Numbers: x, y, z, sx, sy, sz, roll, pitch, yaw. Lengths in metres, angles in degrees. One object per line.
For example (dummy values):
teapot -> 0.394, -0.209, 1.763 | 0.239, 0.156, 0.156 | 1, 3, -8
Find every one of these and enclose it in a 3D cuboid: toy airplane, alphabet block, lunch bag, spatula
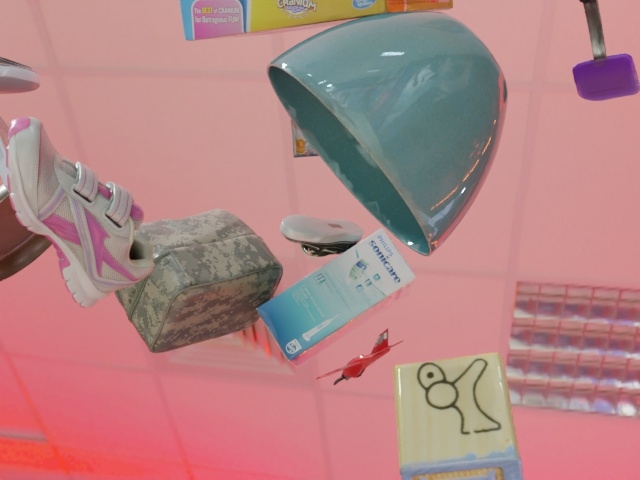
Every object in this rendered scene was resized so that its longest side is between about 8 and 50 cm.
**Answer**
toy airplane -> 0.069, 0.177, 1.132 | 0.151, 0.151, 0.028 | -47, -112, 39
alphabet block -> 0.230, 0.328, 1.262 | 0.192, 0.197, 0.193 | -7, -45, 10
lunch bag -> -0.264, 0.055, 1.537 | 0.256, 0.305, 0.212 | 50, -51, 25
spatula -> 0.361, -0.295, 1.006 | 0.084, 0.030, 0.296 | -8, -46, 27

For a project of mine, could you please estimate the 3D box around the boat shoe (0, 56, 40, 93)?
boat shoe -> -0.530, -0.270, 1.119 | 0.228, 0.076, 0.080 | 0, -9, -38

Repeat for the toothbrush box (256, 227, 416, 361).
toothbrush box -> 0.036, 0.123, 1.542 | 0.295, 0.216, 0.126 | -32, -103, -3

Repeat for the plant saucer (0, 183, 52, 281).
plant saucer -> -0.614, -0.039, 1.542 | 0.050, 0.310, 0.310 | 41, -49, 8

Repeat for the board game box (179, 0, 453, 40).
board game box -> -0.002, -0.339, 1.082 | 0.316, 0.242, 0.064 | 1, -73, 29

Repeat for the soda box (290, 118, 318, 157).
soda box -> -0.017, -0.181, 1.168 | 0.058, 0.183, 0.063 | -4, -68, -1

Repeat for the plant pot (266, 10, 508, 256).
plant pot -> 0.103, -0.154, 0.896 | 0.195, 0.290, 0.290 | -41, -63, -4

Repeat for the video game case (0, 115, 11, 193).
video game case -> -0.462, -0.100, 1.179 | 0.023, 0.183, 0.201 | -27, -28, -8

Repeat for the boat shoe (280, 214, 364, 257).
boat shoe -> 0.000, 0.000, 1.472 | 0.219, 0.078, 0.070 | 4, -60, -48

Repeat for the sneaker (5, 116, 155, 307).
sneaker -> -0.263, -0.039, 0.853 | 0.111, 0.103, 0.252 | -18, -46, 0
